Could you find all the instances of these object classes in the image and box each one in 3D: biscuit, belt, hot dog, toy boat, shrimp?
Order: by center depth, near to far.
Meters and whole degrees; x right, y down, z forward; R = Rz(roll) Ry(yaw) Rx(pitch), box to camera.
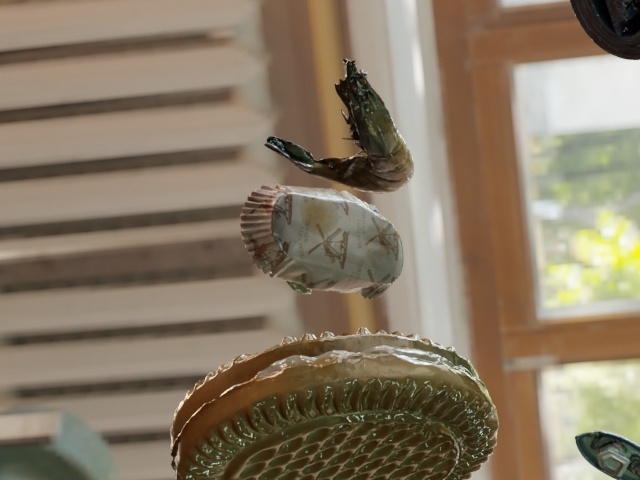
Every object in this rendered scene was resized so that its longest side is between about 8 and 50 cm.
[{"bbox_3d":[0.007,0.144,1.311,0.259,0.259,0.079,72,5,-58],"label":"biscuit"},{"bbox_3d":[0.000,0.000,1.612,0.192,0.053,0.099,10,73,-43],"label":"hot dog"},{"bbox_3d":[0.336,-0.284,1.908,0.082,0.141,0.190,-44,132,-42],"label":"belt"},{"bbox_3d":[0.008,-0.141,2.251,0.262,0.198,0.051,65,34,-52],"label":"shrimp"},{"bbox_3d":[0.407,0.299,2.416,0.059,0.140,0.066,-62,180,17],"label":"toy boat"}]
